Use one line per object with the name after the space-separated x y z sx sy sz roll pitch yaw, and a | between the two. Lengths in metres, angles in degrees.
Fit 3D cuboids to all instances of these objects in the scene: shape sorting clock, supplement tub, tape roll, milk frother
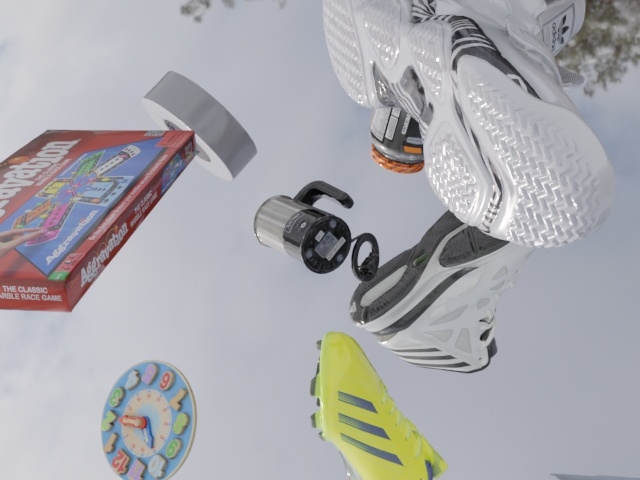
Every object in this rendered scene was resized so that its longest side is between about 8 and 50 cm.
-0.287 0.299 1.324 0.206 0.040 0.206 -7 -104 32 | shape sorting clock
0.142 -0.204 1.230 0.117 0.190 0.117 8 -142 -7 | supplement tub
-0.221 -0.206 1.471 0.219 0.219 0.072 29 -104 44 | tape roll
0.000 0.000 1.173 0.129 0.143 0.135 -37 -147 -19 | milk frother

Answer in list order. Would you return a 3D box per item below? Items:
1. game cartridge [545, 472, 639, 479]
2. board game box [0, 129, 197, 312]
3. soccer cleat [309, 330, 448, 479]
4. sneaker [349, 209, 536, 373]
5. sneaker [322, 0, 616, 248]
0.375 0.307 0.835 0.198 0.297 0.062 1 -90 -3 | game cartridge
-0.203 -0.030 0.617 0.145 0.027 0.281 0 -154 8 | board game box
0.066 0.204 0.830 0.121 0.289 0.093 -7 -148 16 | soccer cleat
0.298 0.081 1.495 0.448 0.257 0.169 -35 -150 21 | sneaker
0.157 -0.141 0.639 0.210 0.137 0.366 -18 -141 -15 | sneaker
